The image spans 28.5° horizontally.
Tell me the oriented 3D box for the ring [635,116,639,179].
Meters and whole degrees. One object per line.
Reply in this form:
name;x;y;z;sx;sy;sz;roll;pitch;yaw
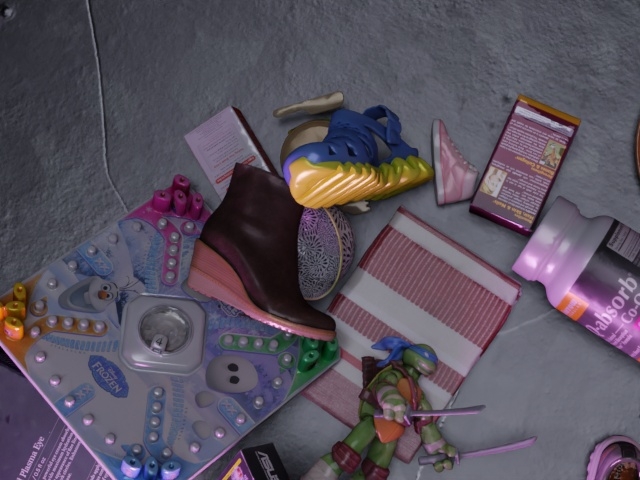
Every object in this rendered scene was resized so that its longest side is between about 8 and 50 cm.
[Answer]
ring;0.647;-0.137;1.913;0.337;0.032;0.336;0;85;5

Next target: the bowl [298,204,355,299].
bowl;0.000;0.000;1.921;0.080;0.170;0.170;-16;80;-41

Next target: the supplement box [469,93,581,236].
supplement box;0.309;-0.112;1.917;0.104;0.081;0.188;24;86;7

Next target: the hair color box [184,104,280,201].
hair color box;-0.129;-0.115;1.968;0.093;0.053;0.167;-32;80;10

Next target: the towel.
towel;0.126;0.144;1.932;0.237;0.037;0.329;34;87;8

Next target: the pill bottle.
pill bottle;0.432;0.062;1.846;0.278;0.162;0.162;32;88;8

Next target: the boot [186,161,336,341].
boot;-0.058;0.017;1.835;0.249;0.090;0.206;24;87;10

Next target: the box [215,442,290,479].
box;-0.102;0.450;1.795;0.270;0.060;0.216;-55;52;40

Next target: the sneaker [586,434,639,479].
sneaker;0.425;0.423;1.836;0.100;0.108;0.271;4;88;5

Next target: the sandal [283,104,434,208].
sandal;0.042;-0.128;1.841;0.126;0.317;0.138;-24;82;29

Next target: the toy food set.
toy food set;0.003;-0.128;1.976;0.133;0.038;0.192;-12;94;9

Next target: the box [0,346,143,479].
box;-0.456;0.368;1.892;0.313;0.179;0.343;26;87;6

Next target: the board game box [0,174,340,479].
board game box;-0.229;0.131;1.855;0.390;0.050;0.390;-36;74;-26

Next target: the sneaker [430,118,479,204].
sneaker;0.207;-0.123;1.945;0.070;0.051;0.134;-5;85;1

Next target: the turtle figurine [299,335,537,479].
turtle figurine;0.121;0.294;1.797;0.275;0.198;0.266;38;92;13
